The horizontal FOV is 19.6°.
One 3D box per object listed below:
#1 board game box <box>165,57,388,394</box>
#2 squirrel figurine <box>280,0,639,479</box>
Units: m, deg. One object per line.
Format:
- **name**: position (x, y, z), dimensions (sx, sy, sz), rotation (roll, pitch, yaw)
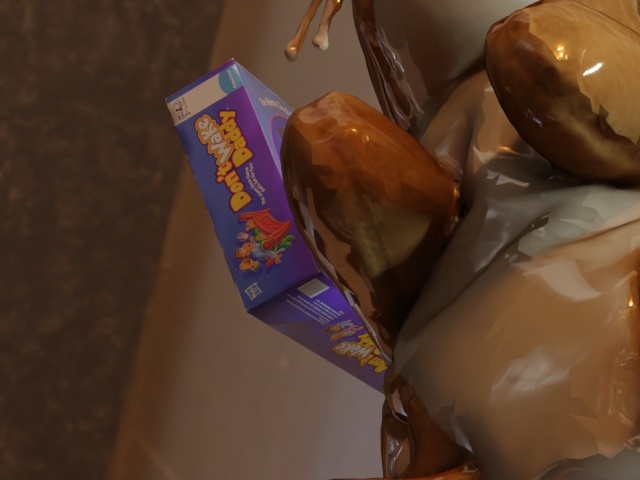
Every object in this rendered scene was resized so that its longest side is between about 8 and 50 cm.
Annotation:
- **board game box**: position (0.000, 0.000, 1.769), dimensions (0.078, 0.347, 0.233), rotation (-29, -118, 14)
- **squirrel figurine**: position (0.141, 0.006, 0.892), dimensions (0.281, 0.397, 0.370), rotation (-38, -136, 25)
